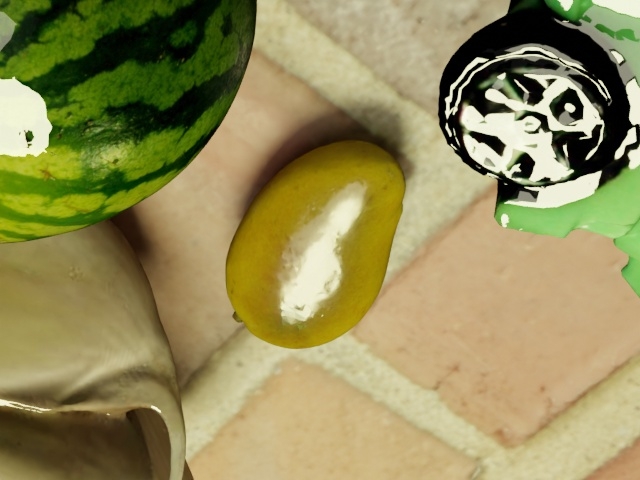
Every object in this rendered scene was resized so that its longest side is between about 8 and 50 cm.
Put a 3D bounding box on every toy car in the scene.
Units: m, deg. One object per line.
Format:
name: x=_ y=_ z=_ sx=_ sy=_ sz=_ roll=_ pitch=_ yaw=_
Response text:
toy car: x=0.174 y=-0.144 z=0.762 sx=0.176 sy=0.213 sz=0.359 roll=18 pitch=131 yaw=1

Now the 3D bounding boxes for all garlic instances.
garlic: x=-0.188 y=0.089 z=0.987 sx=0.340 sy=0.246 sz=0.231 roll=31 pitch=111 yaw=1

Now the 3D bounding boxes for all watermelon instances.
watermelon: x=-0.176 y=-0.135 z=0.798 sx=0.285 sy=0.285 sz=0.285 roll=4 pitch=125 yaw=6

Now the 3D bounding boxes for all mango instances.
mango: x=0.000 y=0.000 z=0.989 sx=0.103 sy=0.076 sz=0.161 roll=28 pitch=121 yaw=-5
